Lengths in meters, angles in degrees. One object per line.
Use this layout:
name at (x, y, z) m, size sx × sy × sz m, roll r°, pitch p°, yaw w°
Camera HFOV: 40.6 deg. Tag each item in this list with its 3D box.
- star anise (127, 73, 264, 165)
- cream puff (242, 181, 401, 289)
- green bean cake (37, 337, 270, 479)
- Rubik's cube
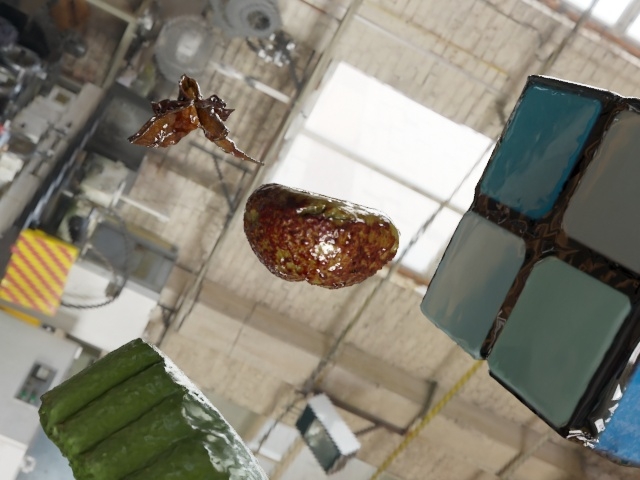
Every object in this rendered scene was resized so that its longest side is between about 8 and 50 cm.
star anise at (-0.165, -0.147, 1.213) m, size 0.144 × 0.141 × 0.158 m, roll 79°, pitch 22°, yaw -44°
cream puff at (0.000, 0.000, 0.783) m, size 0.149 × 0.149 × 0.084 m, roll -129°, pitch -126°, yaw -79°
green bean cake at (-0.108, 0.222, 0.693) m, size 0.125 × 0.222 × 0.248 m, roll -34°, pitch -139°, yaw -22°
Rubik's cube at (0.192, 0.025, 0.497) m, size 0.167 × 0.183 × 0.180 m, roll -63°, pitch -155°, yaw 8°
